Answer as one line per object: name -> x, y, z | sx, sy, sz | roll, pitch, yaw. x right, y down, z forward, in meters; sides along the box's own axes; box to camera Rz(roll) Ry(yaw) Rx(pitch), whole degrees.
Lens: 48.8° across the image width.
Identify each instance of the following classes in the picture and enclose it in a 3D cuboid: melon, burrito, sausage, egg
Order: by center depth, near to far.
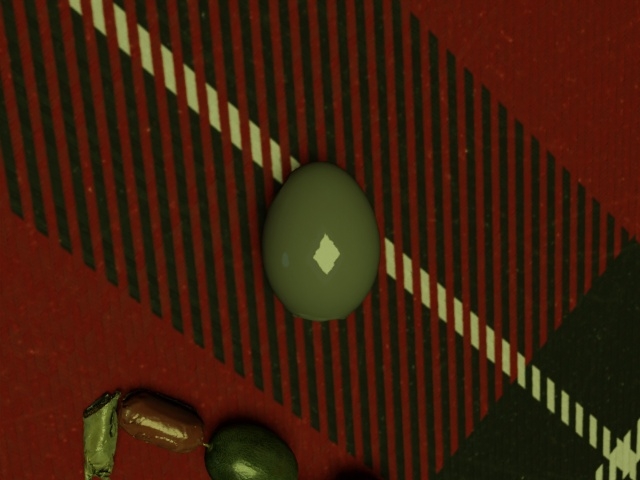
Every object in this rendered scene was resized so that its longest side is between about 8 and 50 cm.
egg -> 0.000, 0.000, 1.038 | 0.176, 0.176, 0.232 | -7, 101, -12
burrito -> -0.340, 0.303, 1.086 | 0.055, 0.041, 0.149 | 4, 99, -16
sausage -> -0.246, 0.281, 1.088 | 0.141, 0.076, 0.076 | 27, 94, -18
melon -> -0.113, 0.350, 1.114 | 0.167, 0.114, 0.114 | 27, 94, -19

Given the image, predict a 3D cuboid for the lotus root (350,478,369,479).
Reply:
lotus root -> 0.041, 0.487, 1.199 | 0.183, 0.078, 0.204 | -2, 101, -18
